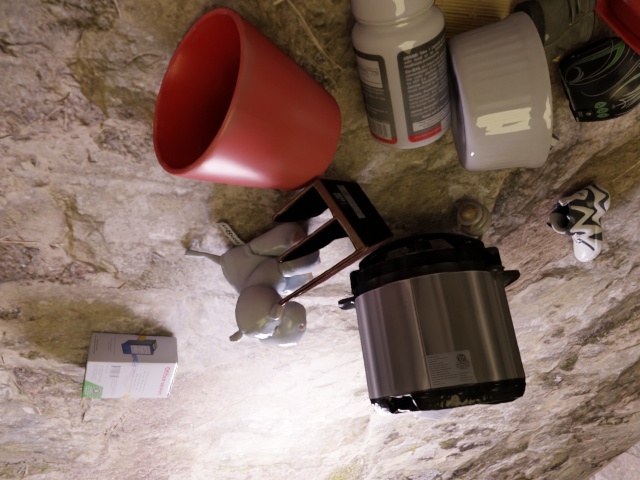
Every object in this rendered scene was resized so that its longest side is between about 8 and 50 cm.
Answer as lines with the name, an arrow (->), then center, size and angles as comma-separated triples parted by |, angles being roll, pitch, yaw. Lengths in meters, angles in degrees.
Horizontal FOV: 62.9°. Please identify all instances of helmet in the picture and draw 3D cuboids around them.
helmet -> 0.592, -0.333, 1.079 | 0.161, 0.169, 0.169 | -19, 136, 26

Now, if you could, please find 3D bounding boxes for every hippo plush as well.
hippo plush -> -0.107, 0.100, 1.162 | 0.234, 0.237, 0.294 | -39, 130, 17

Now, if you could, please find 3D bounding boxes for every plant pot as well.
plant pot -> -0.114, -0.209, 0.895 | 0.243, 0.275, 0.275 | 16, 123, -42

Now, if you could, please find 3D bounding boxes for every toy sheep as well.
toy sheep -> 0.381, -0.049, 1.297 | 0.091, 0.091, 0.132 | -40, 143, 17

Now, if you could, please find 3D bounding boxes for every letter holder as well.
letter holder -> 0.000, 0.000, 1.063 | 0.214, 0.152, 0.302 | -36, 174, 16

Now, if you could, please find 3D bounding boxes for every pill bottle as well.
pill bottle -> 0.145, -0.322, 0.933 | 0.161, 0.161, 0.283 | -19, 133, -1

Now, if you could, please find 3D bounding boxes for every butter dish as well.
butter dish -> 0.622, -0.455, 0.961 | 0.160, 0.160, 0.118 | -37, 162, 14

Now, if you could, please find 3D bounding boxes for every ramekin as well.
ramekin -> 0.312, -0.258, 0.959 | 0.135, 0.277, 0.277 | -9, 133, 9

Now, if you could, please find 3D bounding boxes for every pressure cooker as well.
pressure cooker -> 0.273, 0.186, 1.254 | 0.369, 0.421, 0.375 | 3, 160, -33

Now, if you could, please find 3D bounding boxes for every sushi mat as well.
sushi mat -> 0.354, -0.429, 1.005 | 0.316, 0.019, 0.151 | -2, 131, -16

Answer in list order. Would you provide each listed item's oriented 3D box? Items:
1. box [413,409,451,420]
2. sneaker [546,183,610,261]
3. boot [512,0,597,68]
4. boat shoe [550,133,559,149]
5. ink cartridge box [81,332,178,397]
box -> 0.321, 0.432, 1.610 | 0.114, 0.203, 0.103 | 21, 121, -33
sneaker -> 0.671, -0.031, 1.402 | 0.153, 0.094, 0.235 | -13, 132, -5
boot -> 0.463, -0.372, 1.026 | 0.161, 0.083, 0.247 | -21, 134, -7
boat shoe -> 0.441, -0.232, 1.164 | 0.219, 0.078, 0.070 | 14, 123, -30
ink cartridge box -> -0.482, 0.321, 1.329 | 0.212, 0.093, 0.154 | 8, 127, -22
